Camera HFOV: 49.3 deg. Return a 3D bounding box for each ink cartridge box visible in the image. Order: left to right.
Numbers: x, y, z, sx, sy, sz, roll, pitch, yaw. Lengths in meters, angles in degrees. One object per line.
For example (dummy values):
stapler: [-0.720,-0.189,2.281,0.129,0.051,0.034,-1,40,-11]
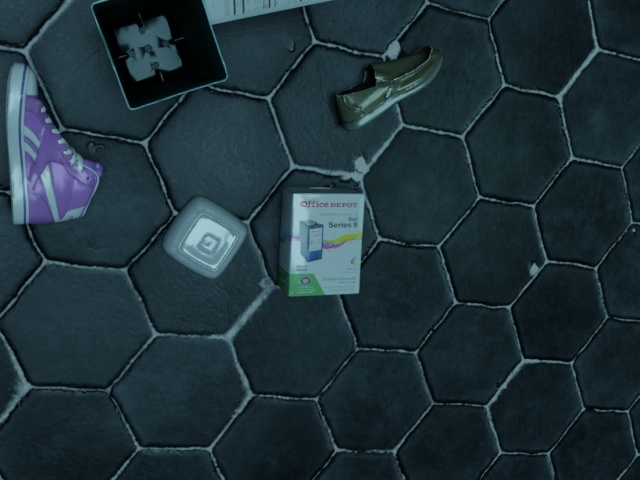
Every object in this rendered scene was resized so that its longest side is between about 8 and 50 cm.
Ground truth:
ink cartridge box: [0.000,0.000,1.422,0.154,0.093,0.212,0,101,-18]

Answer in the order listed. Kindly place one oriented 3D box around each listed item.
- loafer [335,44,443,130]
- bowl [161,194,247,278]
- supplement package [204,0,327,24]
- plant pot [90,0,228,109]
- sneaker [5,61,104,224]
loafer: [0.135,-0.320,1.391,0.251,0.094,0.087,-38,115,-7]
bowl: [-0.224,-0.001,1.366,0.142,0.053,0.142,34,91,-22]
supplement package: [-0.107,-0.515,1.161,0.263,0.199,0.198,-18,141,-18]
plant pot: [-0.280,-0.329,1.172,0.165,0.234,0.165,-22,109,-13]
sneaker: [-0.466,-0.169,1.226,0.161,0.102,0.282,-4,114,-21]
